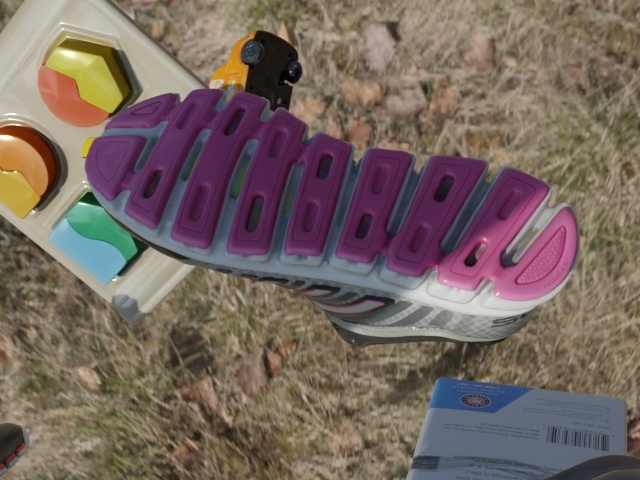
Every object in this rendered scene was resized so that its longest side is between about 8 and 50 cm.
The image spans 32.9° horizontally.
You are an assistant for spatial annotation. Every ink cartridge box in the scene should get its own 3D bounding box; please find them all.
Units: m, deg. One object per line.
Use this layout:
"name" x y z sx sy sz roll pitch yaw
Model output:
"ink cartridge box" 0.209 0.288 1.162 0.223 0.129 0.307 6 25 13

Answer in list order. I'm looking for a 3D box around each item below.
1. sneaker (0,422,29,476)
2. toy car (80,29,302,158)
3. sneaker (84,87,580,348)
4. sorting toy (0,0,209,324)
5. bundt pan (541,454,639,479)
"sneaker" -0.254 0.139 0.681 0.158 0.061 0.065 -25 92 -52
"toy car" -0.060 -0.065 0.493 0.040 0.122 0.060 4 99 40
"sneaker" 0.000 0.000 0.374 0.170 0.075 0.063 13 63 13
"sorting toy" -0.157 -0.058 0.754 0.208 0.193 0.038 43 30 -7
"bundt pan" 0.271 0.297 0.792 0.124 0.331 0.331 -33 67 2
